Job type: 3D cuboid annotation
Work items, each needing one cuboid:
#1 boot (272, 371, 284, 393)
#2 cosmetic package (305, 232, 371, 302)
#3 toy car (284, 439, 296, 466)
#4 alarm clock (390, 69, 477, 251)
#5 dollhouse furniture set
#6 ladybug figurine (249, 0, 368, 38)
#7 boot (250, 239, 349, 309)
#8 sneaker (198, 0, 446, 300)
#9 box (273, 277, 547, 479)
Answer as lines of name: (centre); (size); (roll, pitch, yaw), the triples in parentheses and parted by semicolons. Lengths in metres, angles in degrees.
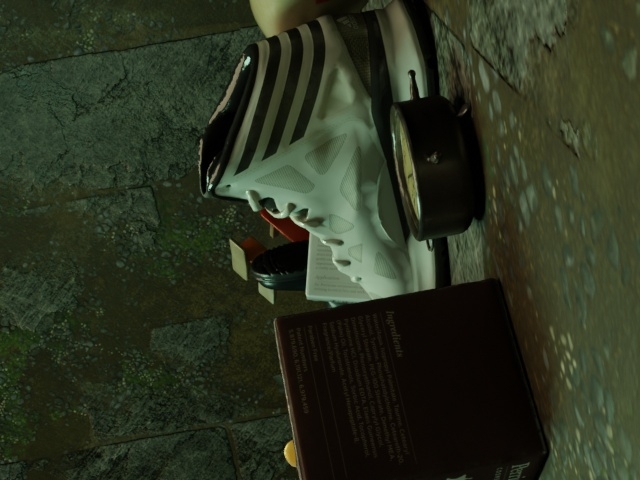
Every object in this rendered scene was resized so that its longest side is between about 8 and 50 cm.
boot: (0.067, 0.243, 1.192); (0.260, 0.131, 0.348); (65, 168, -2)
cosmetic package: (0.044, -0.032, 1.373); (0.085, 0.117, 0.231); (98, 177, -83)
toy car: (0.053, 0.323, 1.740); (0.219, 0.237, 0.210); (-113, 13, -79)
alarm clock: (0.105, -0.056, 0.962); (0.192, 0.064, 0.129); (87, 173, -53)
dollhouse furniture set: (0.000, 0.000, 1.892); (0.259, 0.262, 0.135); (39, 154, 28)
ladybug figurine: (-0.014, -0.411, 1.053); (0.305, 0.161, 0.449); (-99, 2, -47)
boot: (0.016, 0.099, 1.720); (0.094, 0.246, 0.207); (-128, 28, -57)
sneaker: (0.000, -0.051, 1.171); (0.169, 0.257, 0.448); (-103, 3, -52)
box: (0.073, 0.157, 0.925); (0.168, 0.203, 0.167); (83, 176, -60)
